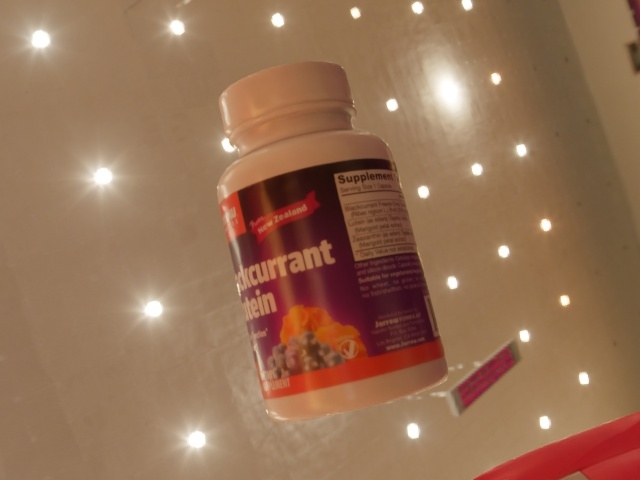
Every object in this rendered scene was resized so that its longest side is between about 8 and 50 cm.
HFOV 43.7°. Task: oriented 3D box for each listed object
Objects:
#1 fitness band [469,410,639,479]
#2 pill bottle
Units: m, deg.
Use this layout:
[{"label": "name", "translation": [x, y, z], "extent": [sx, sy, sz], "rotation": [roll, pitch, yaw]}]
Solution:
[{"label": "fitness band", "translation": [0.155, 0.205, 0.453], "extent": [0.291, 0.054, 0.209], "rotation": [-18, -62, -9]}, {"label": "pill bottle", "translation": [0.000, 0.000, 0.469], "extent": [0.108, 0.108, 0.193], "rotation": [-5, -102, -49]}]
